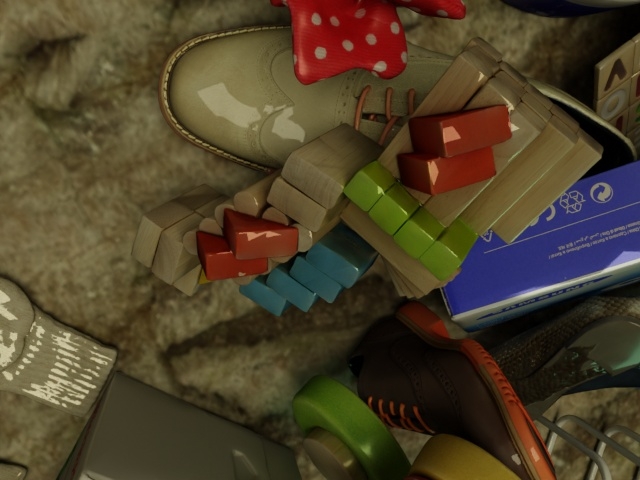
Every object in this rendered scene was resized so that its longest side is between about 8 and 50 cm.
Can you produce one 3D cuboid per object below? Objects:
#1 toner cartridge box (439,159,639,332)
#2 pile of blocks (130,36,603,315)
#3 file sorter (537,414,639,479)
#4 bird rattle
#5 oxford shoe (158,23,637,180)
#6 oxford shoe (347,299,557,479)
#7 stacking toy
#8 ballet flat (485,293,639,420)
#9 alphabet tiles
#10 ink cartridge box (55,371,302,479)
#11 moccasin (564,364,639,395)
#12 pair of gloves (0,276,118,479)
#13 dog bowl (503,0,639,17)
[{"bbox_3d":[0.269,-0.013,0.523,0.348,0.165,0.075,-19,73,13],"label":"toner cartridge box"},{"bbox_3d":[0.000,0.000,0.448,0.362,0.112,0.149,-21,101,34],"label":"pile of blocks"},{"bbox_3d":[0.316,0.288,0.634,0.278,0.193,0.173,16,93,-14],"label":"file sorter"},{"bbox_3d":[0.013,-0.220,0.464,0.207,0.253,0.143,-28,140,-41],"label":"bird rattle"},{"bbox_3d":[0.069,-0.108,0.533,0.397,0.146,0.140,4,99,-12],"label":"oxford shoe"},{"bbox_3d":[0.091,0.131,0.514,0.098,0.271,0.097,-30,101,-5],"label":"oxford shoe"},{"bbox_3d":[0.052,0.267,0.498,0.130,0.279,0.309,-35,121,-25],"label":"stacking toy"},{"bbox_3d":[0.192,0.112,0.589,0.084,0.058,0.250,34,135,-11],"label":"ballet flat"},{"bbox_3d":[0.342,-0.182,0.587,0.237,0.009,0.198,-36,143,-4],"label":"alphabet tiles"},{"bbox_3d":[-0.153,0.292,0.531,0.197,0.198,0.270,29,92,-14],"label":"ink cartridge box"},{"bbox_3d":[0.354,0.095,0.577,0.342,0.138,0.116,-25,69,23],"label":"moccasin"},{"bbox_3d":[-0.320,0.142,0.551,0.204,0.042,0.240,37,90,-15],"label":"pair of gloves"},{"bbox_3d":[0.237,-0.333,0.551,0.265,0.104,0.264,-2,100,-11],"label":"dog bowl"}]
